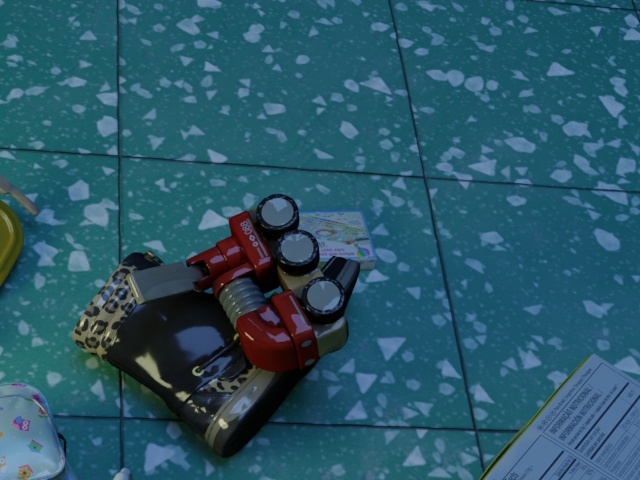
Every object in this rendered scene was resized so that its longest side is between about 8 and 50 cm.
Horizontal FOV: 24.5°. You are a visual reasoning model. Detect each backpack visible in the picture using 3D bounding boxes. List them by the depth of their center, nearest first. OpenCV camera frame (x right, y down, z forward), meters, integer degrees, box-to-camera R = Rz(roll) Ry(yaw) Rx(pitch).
[{"bbox_3d":[-0.397,0.267,1.830,0.165,0.144,0.188,-15,50,-19],"label":"backpack"}]

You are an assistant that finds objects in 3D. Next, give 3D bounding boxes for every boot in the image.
[{"bbox_3d":[-0.137,0.100,2.063,0.284,0.138,0.377,30,53,13],"label":"boot"}]

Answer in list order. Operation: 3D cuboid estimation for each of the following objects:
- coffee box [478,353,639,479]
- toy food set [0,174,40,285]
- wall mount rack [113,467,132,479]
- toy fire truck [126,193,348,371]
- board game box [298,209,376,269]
[{"bbox_3d":[0.323,0.406,1.720,0.334,0.338,0.338,33,39,16],"label":"coffee box"},{"bbox_3d":[-0.497,0.004,2.106,0.128,0.071,0.218,36,47,-14],"label":"toy food set"},{"bbox_3d":[-0.358,0.366,1.620,0.350,0.130,0.304,17,60,5],"label":"wall mount rack"},{"bbox_3d":[-0.109,0.073,1.924,0.246,0.158,0.217,-24,63,-10],"label":"toy fire truck"},{"bbox_3d":[0.000,0.000,2.260,0.154,0.026,0.103,-1,48,-16],"label":"board game box"}]
